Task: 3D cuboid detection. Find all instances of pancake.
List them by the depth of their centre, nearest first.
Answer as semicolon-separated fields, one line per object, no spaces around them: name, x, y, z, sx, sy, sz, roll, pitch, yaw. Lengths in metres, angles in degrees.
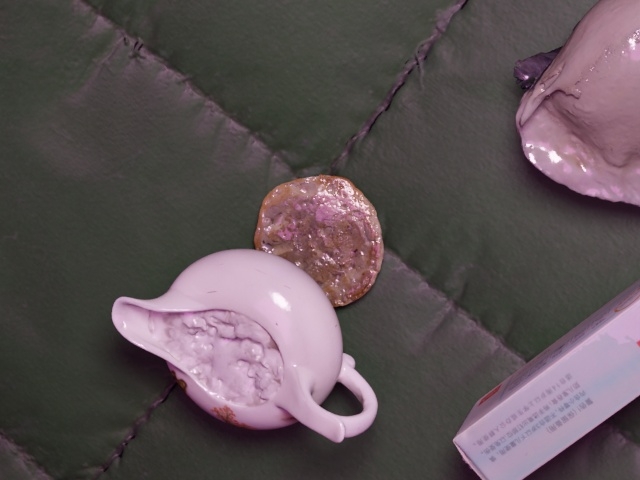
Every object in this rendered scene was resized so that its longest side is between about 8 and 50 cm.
pancake;0.000;0.000;1.701;0.152;0.025;0.151;3;102;16

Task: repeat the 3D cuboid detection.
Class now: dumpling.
dumpling;0.330;-0.159;1.526;0.293;0.163;0.204;-39;123;18

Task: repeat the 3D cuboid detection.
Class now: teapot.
teapot;-0.069;0.115;1.672;0.298;0.139;0.204;22;116;14

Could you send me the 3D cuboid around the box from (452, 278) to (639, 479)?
box;0.266;0.140;1.598;0.269;0.135;0.079;-40;89;19
